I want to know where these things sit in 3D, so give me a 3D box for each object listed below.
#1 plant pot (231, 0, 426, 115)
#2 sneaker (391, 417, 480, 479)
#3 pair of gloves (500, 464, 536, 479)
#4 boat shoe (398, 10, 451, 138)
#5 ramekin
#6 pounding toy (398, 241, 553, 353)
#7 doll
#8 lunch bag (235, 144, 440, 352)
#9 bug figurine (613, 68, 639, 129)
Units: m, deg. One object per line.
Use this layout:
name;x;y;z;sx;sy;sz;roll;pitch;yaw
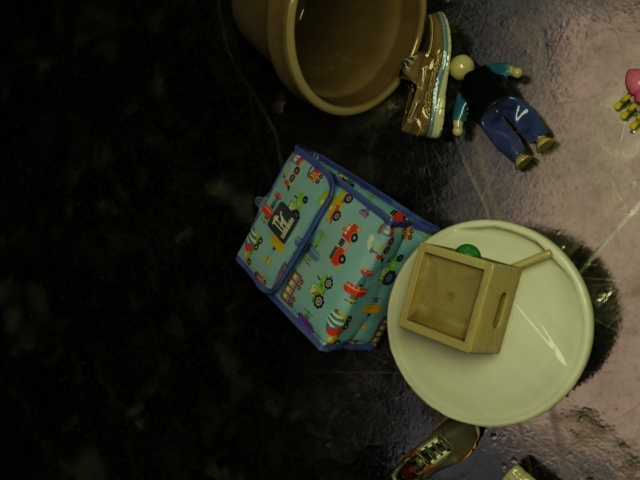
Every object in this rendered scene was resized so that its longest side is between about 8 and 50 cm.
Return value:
plant pot;-0.010;-0.340;1.145;0.229;0.263;0.263;30;104;45
sneaker;0.165;0.311;1.113;0.158;0.065;0.061;-48;68;20
pair of gloves;0.304;0.449;1.049;0.204;0.042;0.240;26;103;23
boat shoe;0.150;-0.243;1.119;0.066;0.066;0.183;3;91;-6
ramekin;0.238;0.107;1.043;0.273;0.127;0.273;-1;89;30
pounding toy;0.192;0.060;0.953;0.130;0.100;0.141;18;95;43
doll;0.242;-0.190;1.092;0.129;0.046;0.189;-40;71;21
lunch bag;0.000;0.000;1.194;0.293;0.138;0.221;38;108;37
bug figurine;0.494;-0.174;0.939;0.279;0.072;0.216;-45;69;21
